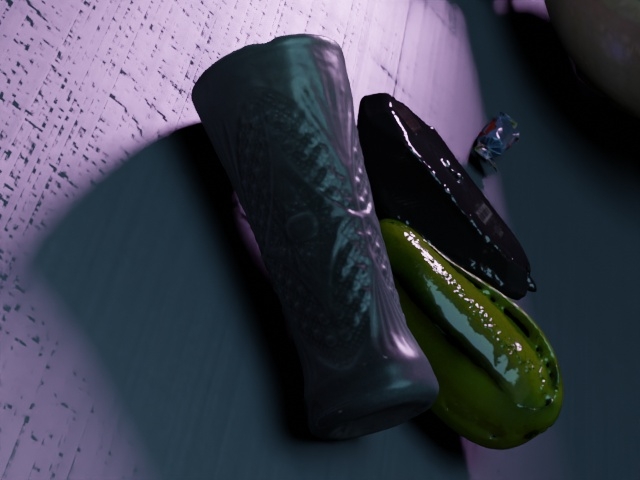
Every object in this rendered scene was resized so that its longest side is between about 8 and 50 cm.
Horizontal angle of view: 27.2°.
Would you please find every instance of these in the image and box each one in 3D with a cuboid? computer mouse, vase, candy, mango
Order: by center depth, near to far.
[{"bbox_3d":[0.000,0.000,0.756,0.096,0.096,0.219,4,61,-47],"label":"vase"},{"bbox_3d":[0.079,0.057,0.814,0.165,0.074,0.091,49,36,6],"label":"mango"},{"bbox_3d":[0.074,-0.022,0.878,0.172,0.057,0.099,51,16,2],"label":"computer mouse"},{"bbox_3d":[0.140,-0.078,1.035,0.030,0.020,0.083,51,34,-5],"label":"candy"}]

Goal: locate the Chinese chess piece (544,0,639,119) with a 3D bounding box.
[{"bbox_3d":[0.366,-0.249,1.173,0.140,0.338,0.338,66,15,-53],"label":"Chinese chess piece"}]
